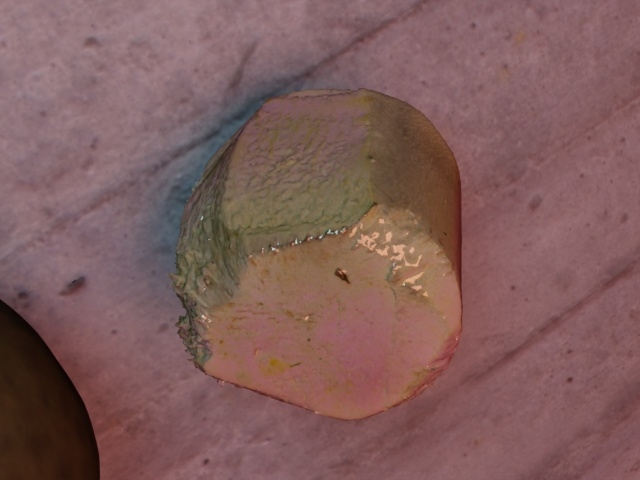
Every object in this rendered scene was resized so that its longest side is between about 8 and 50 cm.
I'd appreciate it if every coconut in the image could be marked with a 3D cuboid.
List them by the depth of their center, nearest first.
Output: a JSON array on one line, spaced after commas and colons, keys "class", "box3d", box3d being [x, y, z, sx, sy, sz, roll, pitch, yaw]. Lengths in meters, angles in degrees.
[{"class": "coconut", "box3d": [0.000, 0.000, 0.790, 0.233, 0.245, 0.233, 1, 125, 2]}]

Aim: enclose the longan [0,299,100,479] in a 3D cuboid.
[{"class": "longan", "box3d": [-0.303, 0.152, 0.651, 0.318, 0.319, 0.319, -10, 114, -24]}]
